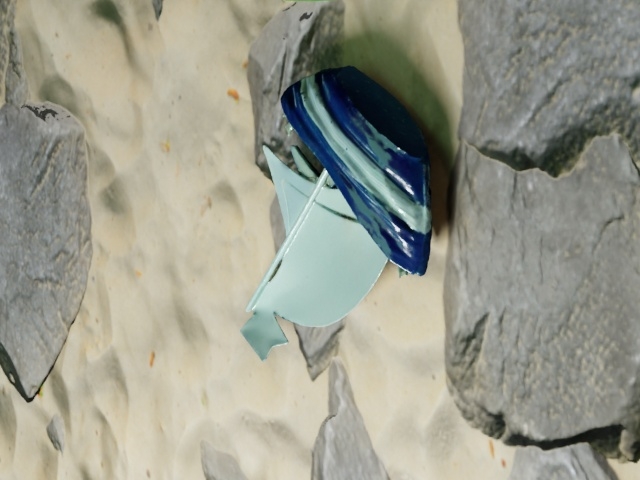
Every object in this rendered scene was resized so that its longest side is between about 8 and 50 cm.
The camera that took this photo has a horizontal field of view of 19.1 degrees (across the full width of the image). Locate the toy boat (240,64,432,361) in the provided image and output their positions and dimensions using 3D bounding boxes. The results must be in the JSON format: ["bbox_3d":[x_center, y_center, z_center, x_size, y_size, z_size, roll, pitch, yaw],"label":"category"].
[{"bbox_3d":[-0.006,-0.030,1.658,0.291,0.070,0.210,-32,69,49],"label":"toy boat"}]
